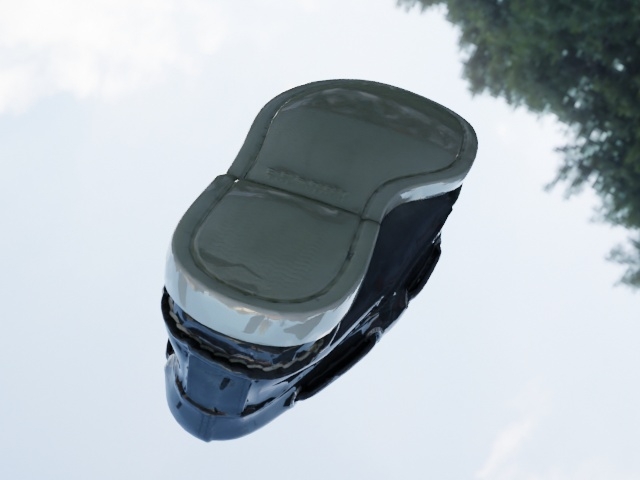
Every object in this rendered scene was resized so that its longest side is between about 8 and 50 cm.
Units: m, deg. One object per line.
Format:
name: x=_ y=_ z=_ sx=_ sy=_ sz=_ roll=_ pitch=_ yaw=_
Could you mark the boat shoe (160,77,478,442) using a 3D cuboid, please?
boat shoe: x=0.004 y=0.002 z=0.652 sx=0.127 sy=0.113 sz=0.340 roll=20 pitch=-152 yaw=6
